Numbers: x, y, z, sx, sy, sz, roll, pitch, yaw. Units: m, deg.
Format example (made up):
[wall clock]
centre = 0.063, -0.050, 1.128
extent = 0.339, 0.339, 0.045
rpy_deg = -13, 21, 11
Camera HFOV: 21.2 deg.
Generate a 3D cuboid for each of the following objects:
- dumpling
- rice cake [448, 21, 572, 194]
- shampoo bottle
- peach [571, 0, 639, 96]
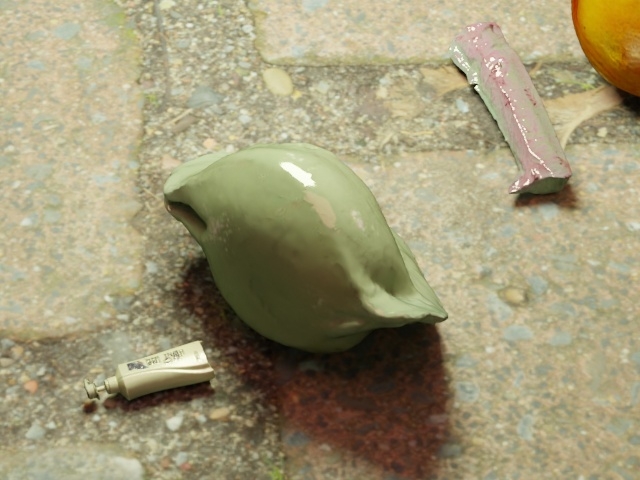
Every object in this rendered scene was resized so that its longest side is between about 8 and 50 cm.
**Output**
[dumpling]
centre = -0.025, 0.008, 1.908
extent = 0.212, 0.270, 0.320
rpy_deg = -31, 80, 3
[rice cake]
centre = 0.233, -0.168, 2.131
extent = 0.081, 0.051, 0.290
rpy_deg = -11, 51, -9
[shampoo bottle]
centre = -0.190, 0.149, 1.884
extent = 0.141, 0.034, 0.049
rpy_deg = -16, 58, -11
[peach]
centre = 0.450, -0.287, 2.116
extent = 0.281, 0.238, 0.280
rpy_deg = 0, 92, 6
